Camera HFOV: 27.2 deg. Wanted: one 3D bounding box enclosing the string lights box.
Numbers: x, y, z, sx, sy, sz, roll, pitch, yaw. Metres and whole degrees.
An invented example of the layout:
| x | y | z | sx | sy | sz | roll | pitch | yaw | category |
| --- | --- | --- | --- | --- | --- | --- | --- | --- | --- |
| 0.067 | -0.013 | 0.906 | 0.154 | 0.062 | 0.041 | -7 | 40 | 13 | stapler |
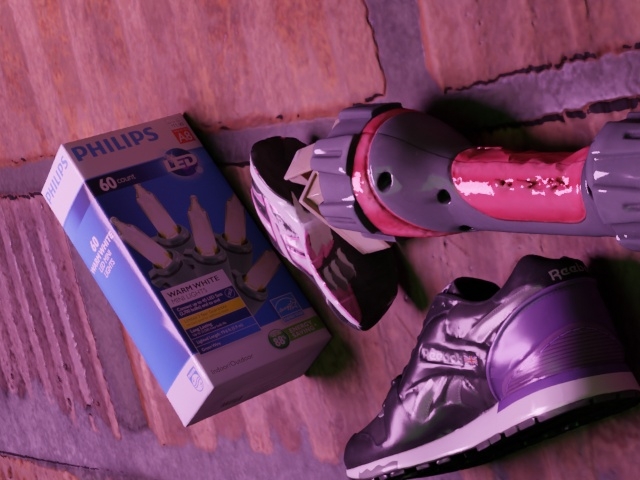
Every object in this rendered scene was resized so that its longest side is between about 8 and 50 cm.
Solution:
| x | y | z | sx | sy | sz | roll | pitch | yaw | category |
| --- | --- | --- | --- | --- | --- | --- | --- | --- | --- |
| -0.121 | 0.020 | 1.166 | 0.259 | 0.133 | 0.076 | 55 | 140 | 18 | string lights box |

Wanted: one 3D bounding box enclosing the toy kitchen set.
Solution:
| x | y | z | sx | sy | sz | roll | pitch | yaw | category |
| --- | --- | --- | --- | --- | --- | --- | --- | --- | --- |
| 0.021 | -0.043 | 1.037 | 0.075 | 0.083 | 0.068 | 39 | 148 | -26 | toy kitchen set |

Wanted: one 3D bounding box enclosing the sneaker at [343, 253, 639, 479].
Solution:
| x | y | z | sx | sy | sz | roll | pitch | yaw | category |
| --- | --- | --- | --- | --- | --- | --- | --- | --- | --- |
| 0.111 | 0.095 | 0.968 | 0.283 | 0.107 | 0.124 | -33 | 65 | 48 | sneaker |

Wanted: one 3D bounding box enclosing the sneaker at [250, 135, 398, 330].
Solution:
| x | y | z | sx | sy | sz | roll | pitch | yaw | category |
| --- | --- | --- | --- | --- | --- | --- | --- | --- | --- |
| 0.000 | 0.000 | 1.078 | 0.178 | 0.072 | 0.077 | 60 | 156 | 22 | sneaker |

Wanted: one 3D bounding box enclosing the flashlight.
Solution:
| x | y | z | sx | sy | sz | roll | pitch | yaw | category |
| --- | --- | --- | --- | --- | --- | --- | --- | --- | --- |
| 0.124 | -0.045 | 0.867 | 0.304 | 0.103 | 0.103 | 3 | 105 | 51 | flashlight |
